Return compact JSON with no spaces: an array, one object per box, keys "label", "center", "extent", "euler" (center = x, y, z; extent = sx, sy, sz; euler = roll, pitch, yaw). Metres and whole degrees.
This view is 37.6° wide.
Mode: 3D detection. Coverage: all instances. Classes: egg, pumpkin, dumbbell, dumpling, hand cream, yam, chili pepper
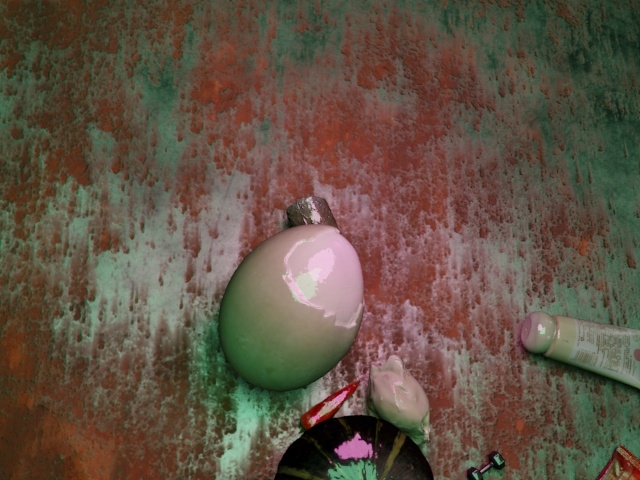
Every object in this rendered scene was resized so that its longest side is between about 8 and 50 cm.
[{"label":"egg","center":[-0.047,0.123,1.864],"extent":[0.278,0.336,0.278],"euler":[25,27,-13]},{"label":"pumpkin","center":[0.062,0.497,1.807],"extent":[0.323,0.241,0.323],"euler":[3,67,-7]},{"label":"dumbbell","center":[0.345,0.476,1.962],"extent":[0.083,0.040,0.036],"euler":[-32,46,-16]},{"label":"dumpling","center":[0.155,0.333,1.944],"extent":[0.118,0.136,0.199],"euler":[-19,96,-48]},{"label":"hand cream","center":[0.593,0.229,2.051],"extent":[0.305,0.093,0.147],"euler":[14,65,-5]},{"label":"yam","center":[0.000,0.000,2.036],"extent":[0.107,0.107,0.183],"euler":[-19,79,-14]},{"label":"chili pepper","center":[0.023,0.346,1.965],"extent":[0.178,0.027,0.045],"euler":[-35,79,-19]}]

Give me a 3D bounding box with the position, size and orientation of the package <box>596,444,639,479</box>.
[{"label":"package","center":[0.611,0.533,1.988],"extent":[0.083,0.022,0.200],"euler":[41,72,7]}]
